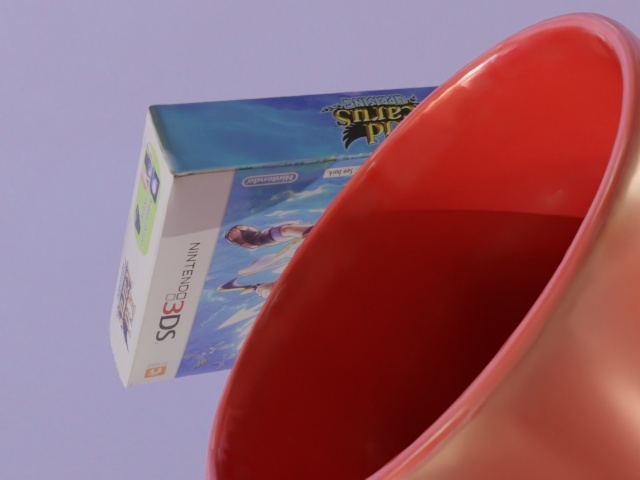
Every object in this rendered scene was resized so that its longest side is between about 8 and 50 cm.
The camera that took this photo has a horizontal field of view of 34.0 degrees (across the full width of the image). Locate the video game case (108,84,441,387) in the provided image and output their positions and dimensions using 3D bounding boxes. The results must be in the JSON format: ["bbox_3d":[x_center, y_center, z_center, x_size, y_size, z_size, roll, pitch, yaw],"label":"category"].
[{"bbox_3d":[0.000,0.000,0.732,0.269,0.244,0.061,-7,-123,-23],"label":"video game case"}]

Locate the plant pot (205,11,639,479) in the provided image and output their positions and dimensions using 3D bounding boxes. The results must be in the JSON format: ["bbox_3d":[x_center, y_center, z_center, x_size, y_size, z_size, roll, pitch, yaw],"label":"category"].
[{"bbox_3d":[0.123,0.074,0.481,0.243,0.275,0.275,36,-104,-16],"label":"plant pot"}]
